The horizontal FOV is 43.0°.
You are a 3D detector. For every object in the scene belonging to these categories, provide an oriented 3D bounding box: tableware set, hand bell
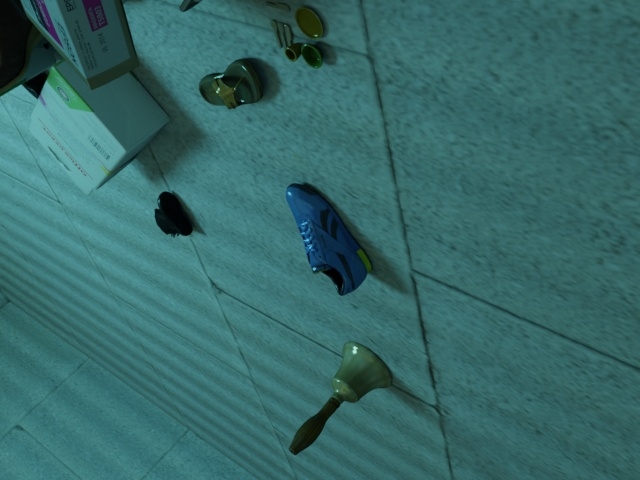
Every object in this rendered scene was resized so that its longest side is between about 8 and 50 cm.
[{"bbox_3d":[-0.043,-0.301,1.080,0.104,0.024,0.154,26,146,33],"label":"tableware set"},{"bbox_3d":[0.020,0.328,1.611,0.126,0.242,0.126,34,151,22],"label":"hand bell"}]

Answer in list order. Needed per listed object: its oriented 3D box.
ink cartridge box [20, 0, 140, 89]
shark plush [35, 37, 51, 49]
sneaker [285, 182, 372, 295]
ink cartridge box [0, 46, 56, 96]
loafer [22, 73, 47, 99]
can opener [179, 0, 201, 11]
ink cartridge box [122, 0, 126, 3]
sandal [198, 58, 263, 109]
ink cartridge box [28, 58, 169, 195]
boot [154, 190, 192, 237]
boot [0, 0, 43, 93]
[{"bbox_3d":[-0.351,-0.353,1.102,0.193,0.088,0.235,48,159,25],"label":"ink cartridge box"},{"bbox_3d":[-0.507,-0.382,1.564,0.161,0.067,0.073,27,147,32],"label":"shark plush"},{"bbox_3d":[0.000,0.000,1.370,0.209,0.082,0.069,53,154,-11],"label":"sneaker"},{"bbox_3d":[-0.717,-0.355,1.650,0.278,0.201,0.117,-2,122,31],"label":"ink cartridge box"},{"bbox_3d":[-0.643,-0.359,1.795,0.170,0.062,0.061,52,157,-10],"label":"loafer"},{"bbox_3d":[-0.131,-0.382,1.033,0.095,0.076,0.283,49,153,-8],"label":"can opener"},{"bbox_3d":[-0.448,-0.521,1.300,0.165,0.065,0.333,19,144,41],"label":"ink cartridge box"},{"bbox_3d":[-0.149,-0.237,1.286,0.180,0.049,0.072,1,129,54],"label":"sandal"},{"bbox_3d":[-0.459,-0.236,1.641,0.207,0.119,0.353,50,151,-10],"label":"ink cartridge box"},{"bbox_3d":[-0.340,-0.058,1.804,0.099,0.045,0.121,10,137,52],"label":"boot"},{"bbox_3d":[-0.579,-0.388,1.427,0.090,0.248,0.207,37,175,24],"label":"boot"}]
